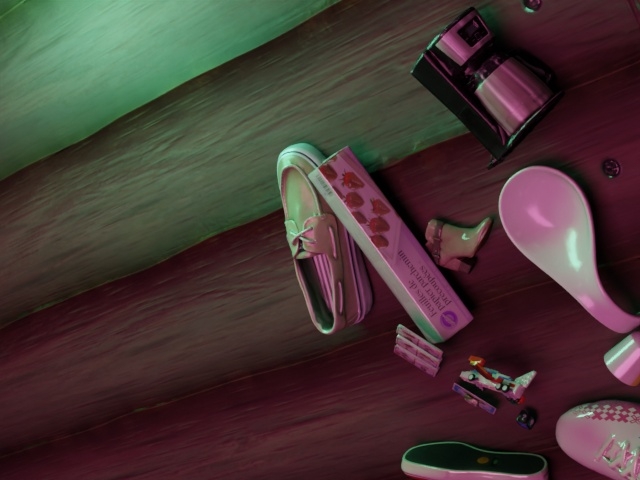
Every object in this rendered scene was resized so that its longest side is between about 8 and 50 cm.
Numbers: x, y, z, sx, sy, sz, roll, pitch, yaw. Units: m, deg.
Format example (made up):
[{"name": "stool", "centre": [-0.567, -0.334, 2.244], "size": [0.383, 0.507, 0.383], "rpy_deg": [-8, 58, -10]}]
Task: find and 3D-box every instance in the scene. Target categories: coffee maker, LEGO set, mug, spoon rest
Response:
[{"name": "coffee maker", "centre": [0.212, -0.201, 1.767], "size": [0.178, 0.120, 0.171], "rpy_deg": [46, 129, 6]}, {"name": "LEGO set", "centre": [0.227, 0.197, 1.966], "size": [0.244, 0.060, 0.182], "rpy_deg": [32, 166, 11]}, {"name": "mug", "centre": [0.449, 0.161, 1.838], "size": [0.064, 0.078, 0.062], "rpy_deg": [-55, 46, 29]}, {"name": "spoon rest", "centre": [0.354, 0.016, 1.803], "size": [0.276, 0.084, 0.137], "rpy_deg": [50, 129, 1]}]

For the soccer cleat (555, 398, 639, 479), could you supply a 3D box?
[{"name": "soccer cleat", "centre": [0.473, 0.310, 1.829], "size": [0.331, 0.143, 0.116], "rpy_deg": [9, 117, 30]}]

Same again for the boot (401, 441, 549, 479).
[{"name": "boot", "centre": [0.247, 0.418, 2.068], "size": [0.244, 0.088, 0.176], "rpy_deg": [5, 116, 27]}]

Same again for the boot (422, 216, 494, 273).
[{"name": "boot", "centre": [0.198, -0.006, 1.921], "size": [0.087, 0.042, 0.118], "rpy_deg": [34, 126, 18]}]

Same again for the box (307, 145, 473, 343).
[{"name": "box", "centre": [0.104, 0.008, 1.956], "size": [0.324, 0.063, 0.067], "rpy_deg": [53, 165, -1]}]

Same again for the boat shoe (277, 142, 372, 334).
[{"name": "boat shoe", "centre": [0.000, 0.000, 2.017], "size": [0.109, 0.094, 0.302], "rpy_deg": [-12, 104, 36]}]
